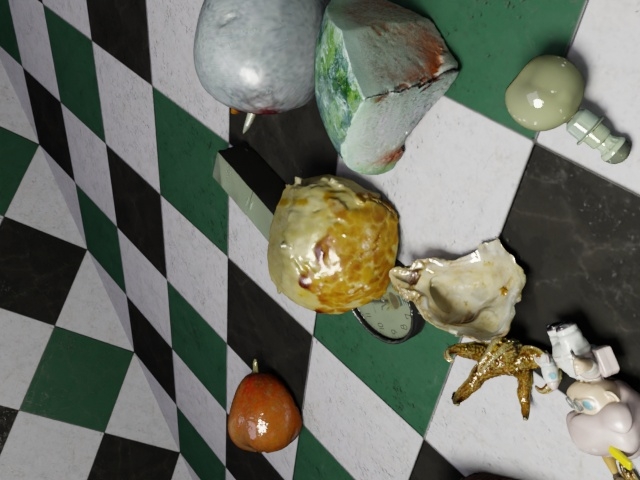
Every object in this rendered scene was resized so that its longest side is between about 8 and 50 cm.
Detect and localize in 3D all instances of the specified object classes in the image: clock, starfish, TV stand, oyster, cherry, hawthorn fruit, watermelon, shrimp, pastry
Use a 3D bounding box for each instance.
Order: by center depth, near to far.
[{"bbox_3d":[0.451,0.374,0.900,0.083,0.023,0.114,-15,103,58],"label":"shrimp"},{"bbox_3d":[0.097,-0.257,0.901,0.320,0.213,0.290,51,-148,-62],"label":"watermelon"},{"bbox_3d":[0.267,0.205,0.930,0.189,0.074,0.146,21,134,-9],"label":"starfish"},{"bbox_3d":[0.219,0.085,0.954,0.232,0.162,0.107,6,151,48],"label":"oyster"},{"bbox_3d":[-0.094,-0.321,0.980,0.218,0.255,0.296,11,109,22],"label":"cherry"},{"bbox_3d":[0.002,0.009,1.079,0.236,0.170,0.256,22,97,38],"label":"pastry"},{"bbox_3d":[0.120,0.113,1.150,0.184,0.040,0.185,30,132,39],"label":"clock"},{"bbox_3d":[-0.122,-0.092,1.298,0.269,0.088,0.083,47,142,22],"label":"TV stand"},{"bbox_3d":[-0.158,0.445,1.615,0.199,0.199,0.251,-9,90,54],"label":"hawthorn fruit"}]

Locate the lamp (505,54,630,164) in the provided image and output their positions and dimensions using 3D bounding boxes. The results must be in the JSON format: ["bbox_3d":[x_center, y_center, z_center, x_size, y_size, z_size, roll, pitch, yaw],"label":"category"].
[{"bbox_3d":[0.303,-0.150,0.722,0.163,0.091,0.091,41,142,5],"label":"lamp"}]

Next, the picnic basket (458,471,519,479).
[{"bbox_3d":[0.333,0.511,1.045,0.297,0.129,0.223,-12,99,54],"label":"picnic basket"}]

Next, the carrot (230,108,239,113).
[{"bbox_3d":[-0.146,-0.303,1.247,0.190,0.037,0.037,-15,99,59],"label":"carrot"}]

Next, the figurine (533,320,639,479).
[{"bbox_3d":[0.381,0.217,0.822,0.137,0.112,0.229,114,133,-76],"label":"figurine"}]
